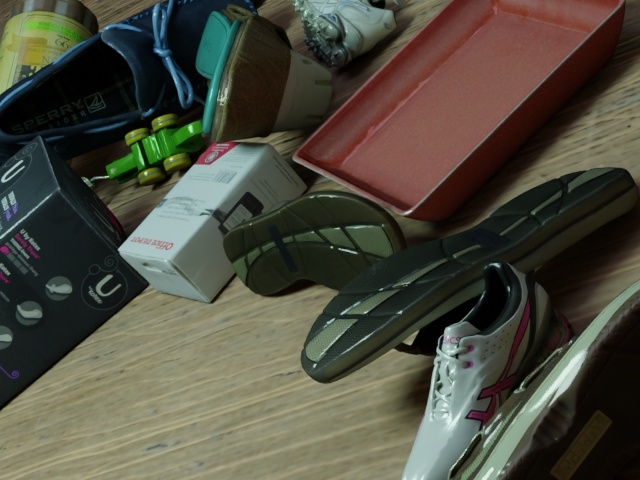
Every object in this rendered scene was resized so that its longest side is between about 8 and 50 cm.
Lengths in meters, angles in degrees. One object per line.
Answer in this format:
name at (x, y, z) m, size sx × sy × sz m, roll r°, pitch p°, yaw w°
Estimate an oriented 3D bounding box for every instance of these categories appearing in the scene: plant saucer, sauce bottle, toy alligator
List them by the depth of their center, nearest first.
plant saucer at (0.123, -0.122, 1.671) m, size 0.259 × 0.048 × 0.258 m, roll -44°, pitch 25°, yaw -7°
toy alligator at (-0.184, -0.086, 2.050) m, size 0.189 × 0.056 × 0.051 m, roll -25°, pitch -12°, yaw 33°
sauce bottle at (-0.324, -0.113, 2.150) m, size 0.111 × 0.111 × 0.344 m, roll -20°, pitch 52°, yaw 39°

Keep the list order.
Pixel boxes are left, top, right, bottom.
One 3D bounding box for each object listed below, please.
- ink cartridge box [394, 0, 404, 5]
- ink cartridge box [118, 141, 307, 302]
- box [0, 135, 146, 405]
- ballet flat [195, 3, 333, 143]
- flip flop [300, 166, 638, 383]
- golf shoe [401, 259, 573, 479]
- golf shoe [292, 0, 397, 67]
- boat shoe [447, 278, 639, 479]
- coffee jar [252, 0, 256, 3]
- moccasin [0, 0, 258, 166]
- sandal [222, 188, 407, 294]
ink cartridge box at (0.108, -0.338, 1.974) m, size 0.061 × 0.104 × 0.181 m, roll -13°, pitch 38°, yaw 47°
ink cartridge box at (-0.102, -0.019, 1.804) m, size 0.150 × 0.063 × 0.109 m, roll -50°, pitch 27°, yaw -18°
box at (-0.327, 0.052, 1.914) m, size 0.270 × 0.143 × 0.165 m, roll -39°, pitch 27°, yaw 3°
ballet flat at (-0.053, -0.158, 1.884) m, size 0.342 × 0.124 × 0.116 m, roll -112°, pitch 38°, yaw -76°
flip flop at (0.114, 0.036, 1.407) m, size 0.277 × 0.080 × 0.112 m, roll -29°, pitch 19°, yaw -9°
golf shoe at (0.097, 0.098, 1.307) m, size 0.067 × 0.086 × 0.186 m, roll -6°, pitch 44°, yaw 49°
golf shoe at (0.025, -0.225, 1.982) m, size 0.086 × 0.069 × 0.176 m, roll -23°, pitch 27°, yaw -8°
boat shoe at (0.169, 0.093, 1.207) m, size 0.257 × 0.095 × 0.095 m, roll -44°, pitch 19°, yaw -4°
coffee jar at (-0.100, -0.335, 2.295) m, size 0.096 × 0.079 × 0.184 m, roll -21°, pitch 32°, yaw 36°
moccasin at (-0.202, -0.165, 2.055) m, size 0.342 × 0.138 × 0.117 m, roll -35°, pitch 1°, yaw -16°
sandal at (0.000, 0.000, 1.633) m, size 0.060 × 0.090 × 0.219 m, roll -31°, pitch 8°, yaw -35°
